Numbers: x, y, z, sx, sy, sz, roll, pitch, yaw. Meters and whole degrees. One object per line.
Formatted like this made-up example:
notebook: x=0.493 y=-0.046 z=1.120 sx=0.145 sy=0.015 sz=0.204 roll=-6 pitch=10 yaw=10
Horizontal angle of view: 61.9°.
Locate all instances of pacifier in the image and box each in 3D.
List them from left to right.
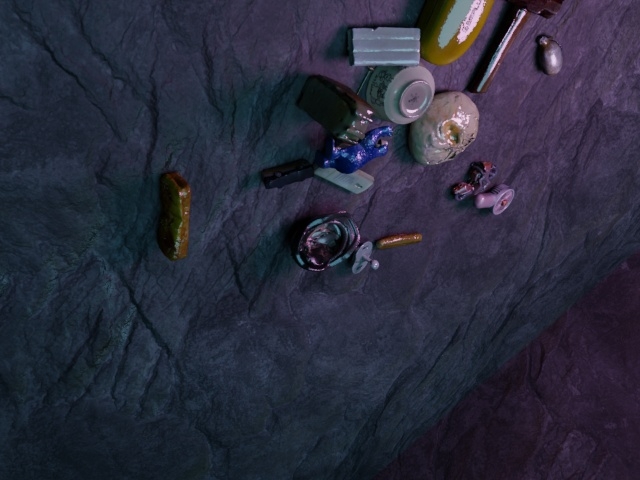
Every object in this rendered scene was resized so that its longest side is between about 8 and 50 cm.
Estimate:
pacifier: x=0.188 y=0.078 z=2.140 sx=0.127 sy=0.117 sz=0.150 roll=-18 pitch=131 yaw=-51

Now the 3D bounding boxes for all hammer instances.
hammer: x=0.138 y=-0.513 z=1.746 sx=0.029 sy=0.014 sz=0.123 roll=18 pitch=116 yaw=-27
hammer: x=0.646 y=-0.691 z=1.845 sx=0.242 sy=0.095 sz=0.408 roll=6 pitch=122 yaw=-32

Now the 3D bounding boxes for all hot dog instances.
hot dog: x=0.324 y=-0.004 z=2.197 sx=0.216 sy=0.047 sz=0.066 roll=-10 pitch=163 yaw=-22

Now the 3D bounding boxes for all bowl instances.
bowl: x=0.284 y=-0.488 z=1.770 sx=0.238 sy=0.126 sz=0.237 roll=-16 pitch=129 yaw=-21

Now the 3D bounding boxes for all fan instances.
fan: x=0.723 y=-0.169 z=2.244 sx=0.244 sy=0.074 sz=0.130 roll=-9 pitch=132 yaw=-41

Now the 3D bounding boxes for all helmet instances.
helmet: x=0.000 y=0.000 z=1.956 sx=0.253 sy=0.154 sz=0.198 roll=-39 pitch=115 yaw=-23

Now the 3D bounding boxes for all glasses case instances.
glasses case: x=0.434 y=-0.730 z=1.662 sx=0.173 sy=0.141 sz=0.371 roll=6 pitch=120 yaw=-33

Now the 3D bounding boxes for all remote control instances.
remote control: x=0.080 y=-0.232 z=1.881 sx=0.233 sy=0.038 sz=0.098 roll=22 pitch=141 yaw=-37

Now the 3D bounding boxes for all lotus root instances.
lotus root: x=0.847 y=-0.683 z=1.969 sx=0.088 sy=0.088 sz=0.165 roll=-32 pitch=123 yaw=-5

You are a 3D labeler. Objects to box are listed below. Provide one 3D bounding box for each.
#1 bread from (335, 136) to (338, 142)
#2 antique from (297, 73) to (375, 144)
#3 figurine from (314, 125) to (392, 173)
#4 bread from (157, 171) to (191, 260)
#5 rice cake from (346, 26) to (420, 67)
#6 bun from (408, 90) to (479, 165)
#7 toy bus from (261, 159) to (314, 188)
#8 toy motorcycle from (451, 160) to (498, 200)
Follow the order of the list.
bread: x=0.087 y=-0.340 z=1.815 sx=0.074 sy=0.053 sz=0.132 roll=-14 pitch=128 yaw=-19
antique: x=0.058 y=-0.391 z=1.607 sx=0.150 sy=0.284 sz=0.125 roll=14 pitch=115 yaw=-34
figurine: x=0.117 y=-0.281 z=1.729 sx=0.262 sy=0.164 sz=0.120 roll=-15 pitch=86 yaw=-16
bread: x=-0.455 y=-0.068 z=1.662 sx=0.077 sy=0.139 sz=0.271 roll=-11 pitch=130 yaw=-35
rice cake: x=0.199 y=-0.600 z=1.649 sx=0.237 sy=0.043 sz=0.127 roll=-4 pitch=94 yaw=-16
bun: x=0.457 y=-0.392 z=1.919 sx=0.287 sy=0.146 sz=0.287 roll=-17 pitch=130 yaw=-22
toy bus: x=-0.110 y=-0.222 z=1.781 sx=0.172 sy=0.072 sz=0.057 roll=-18 pitch=128 yaw=-14
toy motorcycle: x=0.622 y=-0.248 z=2.161 sx=0.212 sy=0.084 sz=0.118 roll=-37 pitch=141 yaw=6
